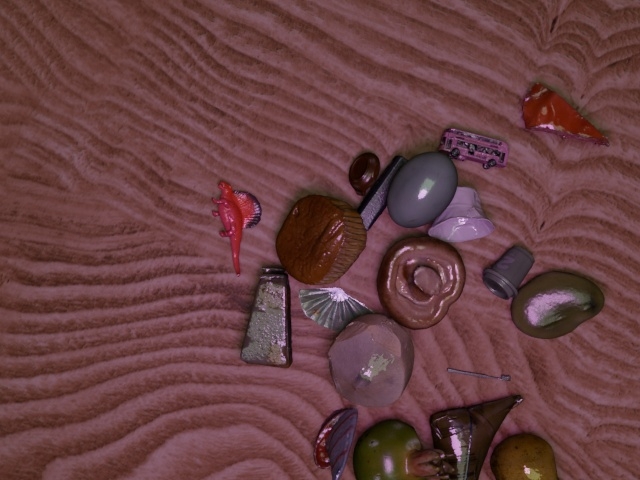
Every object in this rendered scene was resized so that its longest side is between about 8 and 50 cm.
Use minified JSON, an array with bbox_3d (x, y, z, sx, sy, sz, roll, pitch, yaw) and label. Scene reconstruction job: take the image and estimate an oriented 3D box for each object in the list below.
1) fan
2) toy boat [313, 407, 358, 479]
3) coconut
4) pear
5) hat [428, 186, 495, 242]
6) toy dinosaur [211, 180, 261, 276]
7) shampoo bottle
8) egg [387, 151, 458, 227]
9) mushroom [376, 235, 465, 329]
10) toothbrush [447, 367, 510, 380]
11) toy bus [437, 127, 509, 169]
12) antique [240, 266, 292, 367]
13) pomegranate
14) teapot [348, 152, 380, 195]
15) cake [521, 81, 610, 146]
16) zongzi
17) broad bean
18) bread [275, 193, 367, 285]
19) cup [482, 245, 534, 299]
[{"bbox_3d":[0.043,0.207,1.833,0.240,0.009,0.131,16,94,-1],"label":"fan"},{"bbox_3d":[0.051,0.582,1.707,0.096,0.282,0.206,35,92,-2],"label":"toy boat"},{"bbox_3d":[0.140,0.337,1.703,0.245,0.247,0.244,4,102,18],"label":"coconut"},{"bbox_3d":[0.588,0.662,1.752,0.197,0.197,0.197,0,92,0],"label":"pear"},{"bbox_3d":[0.402,-0.081,1.753,0.203,0.203,0.126,-3,68,0],"label":"hat"},{"bbox_3d":[-0.233,-0.047,1.811,0.139,0.070,0.286,-19,93,-21],"label":"toy dinosaur"},{"bbox_3d":[0.156,-0.108,1.778,0.071,0.098,0.309,36,92,-5],"label":"shampoo bottle"},{"bbox_3d":[0.279,-0.138,1.667,0.168,0.168,0.231,35,101,-1],"label":"egg"},{"bbox_3d":[0.294,0.120,1.762,0.278,0.146,0.278,-1,96,-10],"label":"mushroom"},{"bbox_3d":[0.481,0.406,1.833,0.194,0.014,0.017,7,92,0],"label":"toothbrush"},{"bbox_3d":[0.454,-0.271,1.791,0.203,0.063,0.090,13,89,-2],"label":"toy bus"},{"bbox_3d":[-0.144,0.219,1.774,0.150,0.125,0.284,5,92,0],"label":"antique"},{"bbox_3d":[0.232,0.632,1.708,0.236,0.302,0.235,9,75,-35],"label":"pomegranate"},{"bbox_3d":[0.134,-0.195,1.788,0.098,0.078,0.129,9,78,43],"label":"teapot"},{"bbox_3d":[0.715,-0.338,1.773,0.287,0.098,0.135,33,90,4],"label":"cake"},{"bbox_3d":[0.479,0.607,1.770,0.289,0.123,0.260,-10,75,-2],"label":"zongzi"},{"bbox_3d":[0.691,0.186,1.774,0.263,0.121,0.189,-21,88,3],"label":"broad bean"},{"bbox_3d":[0.000,0.000,1.717,0.227,0.142,0.253,48,118,28],"label":"bread"},{"bbox_3d":[0.558,0.092,1.779,0.141,0.120,0.120,-44,91,-9],"label":"cup"}]
